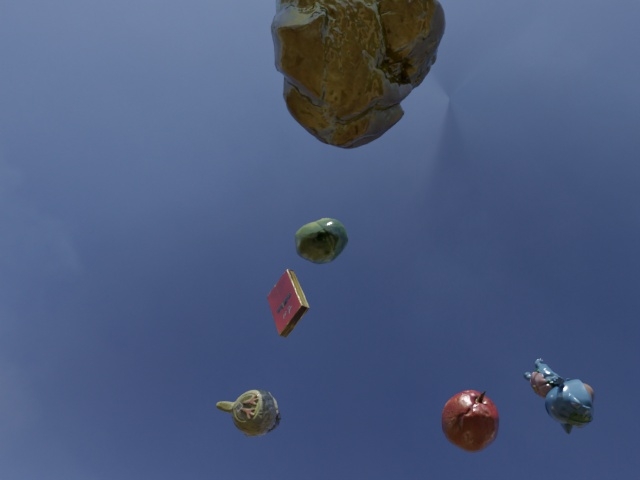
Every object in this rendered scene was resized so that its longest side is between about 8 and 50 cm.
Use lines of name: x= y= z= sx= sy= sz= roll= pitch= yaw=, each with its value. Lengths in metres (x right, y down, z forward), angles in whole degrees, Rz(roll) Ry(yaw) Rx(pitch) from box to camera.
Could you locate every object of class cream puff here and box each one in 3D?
cream puff: x=0.074 y=-0.299 z=0.684 sx=0.270 sy=0.323 sz=0.274 roll=-2 pitch=-93 yaw=18

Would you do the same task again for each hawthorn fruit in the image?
hawthorn fruit: x=0.487 y=0.565 z=1.282 sx=0.179 sy=0.179 sz=0.200 roll=21 pitch=-66 yaw=10

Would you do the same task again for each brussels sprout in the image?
brussels sprout: x=0.000 y=0.004 z=1.071 sx=0.155 sy=0.155 sz=0.117 roll=-23 pitch=-90 yaw=23

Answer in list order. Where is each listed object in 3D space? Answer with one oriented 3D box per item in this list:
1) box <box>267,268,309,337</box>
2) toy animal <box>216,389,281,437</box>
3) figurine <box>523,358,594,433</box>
box: x=-0.074 y=0.136 z=0.885 sx=0.023 sy=0.133 sz=0.090 roll=24 pitch=-69 yaw=-31
toy animal: x=-0.149 y=0.370 z=0.857 sx=0.138 sy=0.098 sz=0.098 roll=-5 pitch=-73 yaw=24
figurine: x=0.585 y=0.362 z=0.957 sx=0.145 sy=0.178 sz=0.114 roll=7 pitch=-70 yaw=-16
